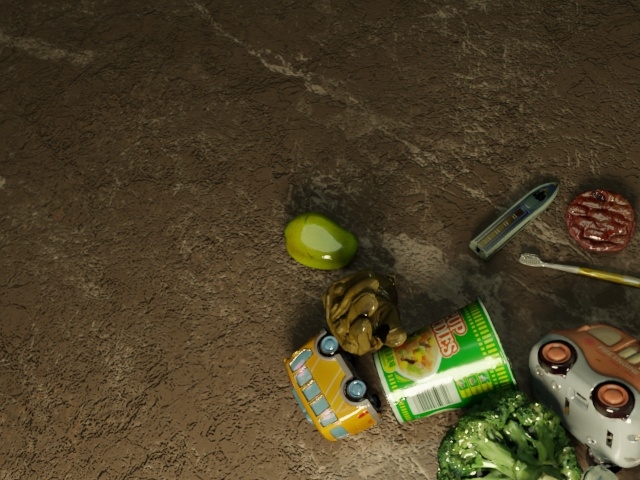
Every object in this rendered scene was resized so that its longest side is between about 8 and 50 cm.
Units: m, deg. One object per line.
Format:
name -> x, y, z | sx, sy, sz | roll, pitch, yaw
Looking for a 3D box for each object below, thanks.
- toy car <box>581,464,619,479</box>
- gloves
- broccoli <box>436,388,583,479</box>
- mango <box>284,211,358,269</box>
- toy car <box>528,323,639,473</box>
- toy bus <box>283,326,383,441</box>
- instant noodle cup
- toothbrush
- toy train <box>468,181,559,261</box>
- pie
toy car -> 0.497, 0.469, 1.345 | 0.056, 0.205, 0.095 | -18, 16, 45
gloves -> 0.080, 0.134, 1.523 | 0.141, 0.331, 0.154 | -24, 91, 11
broccoli -> 0.332, 0.397, 1.368 | 0.270, 0.270, 0.270 | -1, 93, -13
mango -> -0.005, 0.005, 1.737 | 0.163, 0.089, 0.117 | 31, 70, 23
toy car -> 0.516, 0.260, 1.440 | 0.212, 0.180, 0.270 | -28, 41, -21
toy bus -> 0.019, 0.283, 1.557 | 0.136, 0.126, 0.209 | -32, 60, 0
instant noodle cup -> 0.230, 0.242, 1.515 | 0.233, 0.207, 0.207 | -22, 59, 5
toothbrush -> 0.552, 0.064, 1.648 | 0.288, 0.024, 0.021 | 12, 61, 16
toy train -> 0.425, -0.056, 1.726 | 0.252, 0.048, 0.055 | -40, 64, -14
pie -> 0.590, -0.041, 1.697 | 0.153, 0.038, 0.153 | -4, 63, 8
